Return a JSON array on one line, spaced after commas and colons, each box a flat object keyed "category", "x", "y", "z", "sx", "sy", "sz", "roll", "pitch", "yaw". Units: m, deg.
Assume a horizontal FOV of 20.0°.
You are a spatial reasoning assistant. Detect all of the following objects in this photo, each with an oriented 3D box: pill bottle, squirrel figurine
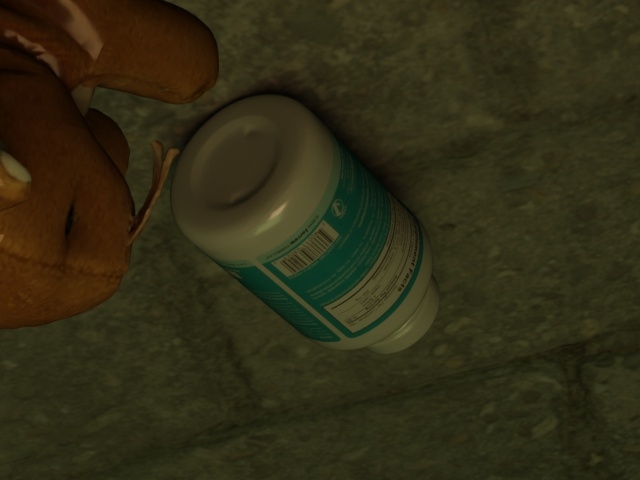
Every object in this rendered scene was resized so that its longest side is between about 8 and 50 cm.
[{"category": "pill bottle", "x": 0.000, "y": 0.000, "z": 1.545, "sx": 0.146, "sy": 0.146, "sz": 0.264, "roll": -27, "pitch": 139, "yaw": 18}, {"category": "squirrel figurine", "x": -0.254, "y": -0.131, "z": 1.124, "sx": 0.281, "sy": 0.370, "sz": 0.397, "roll": -28, "pitch": 135, "yaw": 34}]
